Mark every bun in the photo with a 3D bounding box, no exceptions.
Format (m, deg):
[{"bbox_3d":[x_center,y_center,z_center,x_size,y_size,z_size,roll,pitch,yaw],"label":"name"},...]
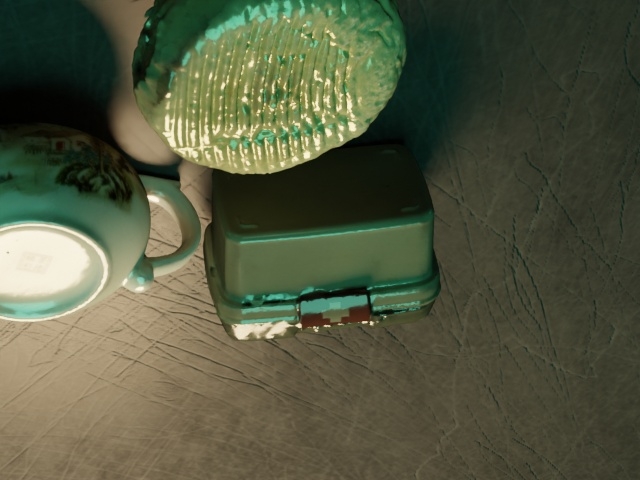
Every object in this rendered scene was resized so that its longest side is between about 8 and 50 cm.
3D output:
[{"bbox_3d":[-0.044,-0.161,1.359,0.220,0.134,0.220,-12,141,-10],"label":"bun"}]

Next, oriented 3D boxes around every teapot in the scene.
[{"bbox_3d":[-0.238,-0.020,1.473,0.298,0.139,0.204,17,131,-29],"label":"teapot"}]

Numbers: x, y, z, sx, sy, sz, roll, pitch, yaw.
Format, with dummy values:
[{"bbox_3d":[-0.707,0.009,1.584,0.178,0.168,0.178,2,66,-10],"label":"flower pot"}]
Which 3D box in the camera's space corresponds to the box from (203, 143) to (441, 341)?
[{"bbox_3d":[0.000,0.000,1.563,0.210,0.148,0.129,-7,130,-9],"label":"box"}]
